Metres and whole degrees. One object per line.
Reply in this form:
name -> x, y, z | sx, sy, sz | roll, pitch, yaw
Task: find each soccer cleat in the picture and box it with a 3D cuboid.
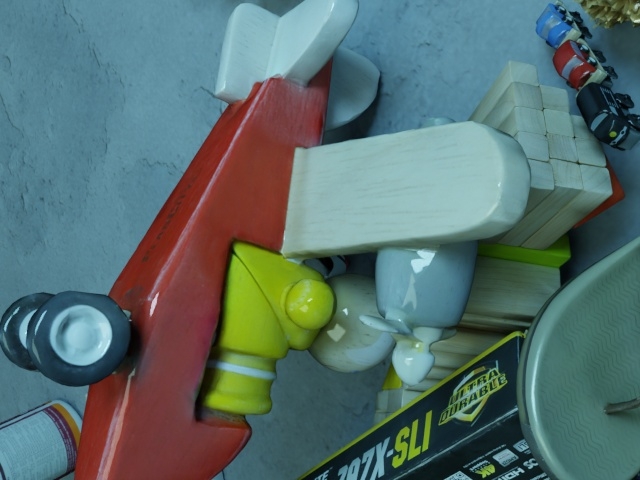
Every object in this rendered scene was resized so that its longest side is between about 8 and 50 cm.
soccer cleat -> 0.000, 0.000, 0.681 | 0.029, 0.036, 0.083 | -30, 84, 39

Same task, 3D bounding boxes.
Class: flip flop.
flip flop -> 0.231, 0.039, 0.397 | 0.277, 0.080, 0.112 | -37, 90, -5

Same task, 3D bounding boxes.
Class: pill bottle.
pill bottle -> -0.475, 0.337, 1.014 | 0.121, 0.221, 0.121 | 11, 109, 35

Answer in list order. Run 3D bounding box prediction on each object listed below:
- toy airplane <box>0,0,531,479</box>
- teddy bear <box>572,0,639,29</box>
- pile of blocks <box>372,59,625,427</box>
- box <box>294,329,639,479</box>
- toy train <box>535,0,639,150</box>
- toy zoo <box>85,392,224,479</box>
toy airplane -> -0.034, -0.002, 0.554 | 0.272, 0.386, 0.384 | 38, 111, -24
teddy bear -> 0.242, -0.145, 0.328 | 0.338, 0.113, 0.245 | -120, 44, -68
pile of blocks -> 0.142, 0.038, 0.559 | 0.113, 0.149, 0.362 | 9, 127, -10
box -> 0.139, 0.243, 0.549 | 0.257, 0.079, 0.322 | 35, 127, -12
toy train -> 0.177, -0.118, 0.460 | 0.158, 0.036, 0.027 | -93, 24, -44
toy zoo -> -0.224, 0.338, 0.948 | 0.293, 0.030, 0.192 | 12, 110, 35
